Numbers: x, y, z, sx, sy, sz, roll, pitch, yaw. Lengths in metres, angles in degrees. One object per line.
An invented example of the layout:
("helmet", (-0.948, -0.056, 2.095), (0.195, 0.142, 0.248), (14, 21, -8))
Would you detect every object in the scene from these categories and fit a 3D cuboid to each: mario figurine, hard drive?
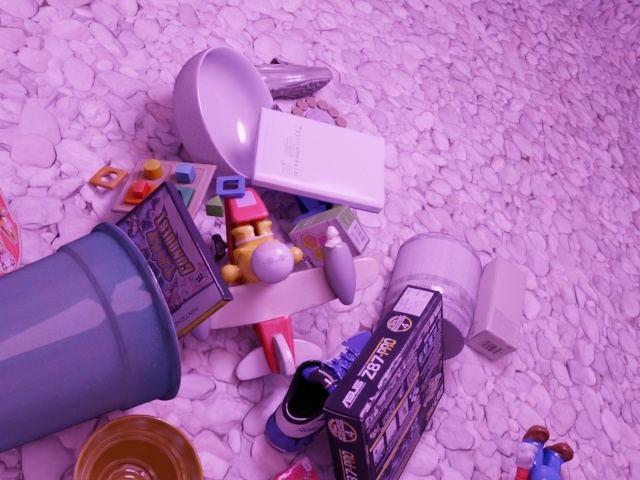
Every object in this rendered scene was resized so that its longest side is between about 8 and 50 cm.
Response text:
("mario figurine", (0.550, 0.588, 1.701), (0.198, 0.170, 0.320), (8, 39, 12))
("hard drive", (-0.001, -0.192, 1.743), (0.319, 0.040, 0.210), (12, 60, -15))

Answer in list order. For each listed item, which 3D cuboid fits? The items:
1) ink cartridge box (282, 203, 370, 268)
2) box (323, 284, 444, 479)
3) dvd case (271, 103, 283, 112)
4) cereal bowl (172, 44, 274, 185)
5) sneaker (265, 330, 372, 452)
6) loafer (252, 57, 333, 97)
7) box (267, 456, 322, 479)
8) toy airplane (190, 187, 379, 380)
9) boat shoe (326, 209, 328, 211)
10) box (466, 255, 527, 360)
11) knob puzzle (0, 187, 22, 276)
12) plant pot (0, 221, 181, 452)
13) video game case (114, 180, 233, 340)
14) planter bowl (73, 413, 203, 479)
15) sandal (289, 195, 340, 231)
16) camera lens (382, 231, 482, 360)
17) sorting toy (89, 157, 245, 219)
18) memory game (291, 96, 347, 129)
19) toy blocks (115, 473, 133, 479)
("ink cartridge box", (0.000, 0.000, 1.687), (0.109, 0.209, 0.062), (56, 41, -19))
("box", (0.152, 0.333, 1.526), (0.097, 0.318, 0.395), (11, 39, 28))
("dvd case", (-0.074, -0.219, 1.861), (0.221, 0.018, 0.164), (49, 36, -41))
("cereal bowl", (-0.240, -0.286, 1.743), (0.339, 0.141, 0.339), (36, 47, -51))
("sneaker", (0.029, 0.296, 1.494), (0.127, 0.182, 0.315), (43, 59, 16))
("loafer", (-0.102, -0.458, 2.014), (0.319, 0.112, 0.111), (-15, 78, -39))
("box", (-0.108, 0.526, 1.331), (0.257, 0.128, 0.122), (-24, 76, -42))
("toy airplane", (-0.113, 0.102, 1.514), (0.384, 0.272, 0.386), (31, 65, 1))
("boat shoe", (0.027, -0.104, 1.911), (0.049, 0.042, 0.133), (-7, 63, -34))
("box", (0.485, 0.183, 1.989), (0.113, 0.094, 0.275), (34, 47, -11))
("knob puzzle", (-0.605, -0.009, 1.350), (0.213, 0.030, 0.213), (-15, 90, -80))
("plant pot", (-0.463, 0.182, 1.212), (0.334, 0.341, 0.341), (-23, 75, -33))
("video game case", (-0.324, 0.066, 1.415), (0.275, 0.248, 0.035), (60, 21, 18))
("planter bowl", (-0.315, 0.412, 1.220), (0.217, 0.090, 0.217), (17, 52, -23))
("sandal", (-0.001, -0.107, 1.815), (0.138, 0.126, 0.317), (10, 64, -4))
("camera lens", (0.277, 0.132, 1.796), (0.219, 0.219, 0.274), (32, 48, -12))
("sorting toy", (-0.335, -0.122, 1.551), (0.348, 0.047, 0.196), (6, 43, 8))
("memory game", (0.000, -0.334, 2.068), (0.186, 0.012, 0.186), (17, 53, -24))
("toy blocks", (-0.325, 0.461, 1.280), (0.123, 0.054, 0.148), (29, 48, -14))
